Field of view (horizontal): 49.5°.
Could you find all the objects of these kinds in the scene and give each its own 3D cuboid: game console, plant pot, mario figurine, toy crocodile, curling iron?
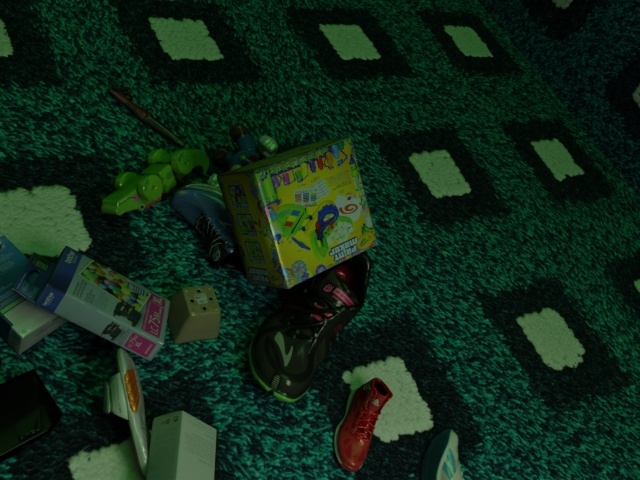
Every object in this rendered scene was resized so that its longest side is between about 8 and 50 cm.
[{"bbox_3d":[-0.675,0.260,1.324,0.213,0.044,0.361,-26,69,-41],"label":"game console"},{"bbox_3d":[-0.286,0.161,1.590,0.109,0.096,0.109,-4,57,-32],"label":"plant pot"},{"bbox_3d":[-0.210,-0.200,1.826,0.170,0.198,0.320,-10,35,-19],"label":"mario figurine"},{"bbox_3d":[-0.419,-0.153,1.779,0.115,0.105,0.340,5,35,31],"label":"toy crocodile"},{"bbox_3d":[-0.485,-0.356,1.949,0.274,0.035,0.068,40,45,6],"label":"curling iron"}]

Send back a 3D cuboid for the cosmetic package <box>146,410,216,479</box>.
[{"bbox_3d":[-0.268,0.459,1.330,0.117,0.085,0.231,46,32,-42],"label":"cosmetic package"}]

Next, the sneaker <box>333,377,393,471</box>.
[{"bbox_3d":[0.098,0.406,1.581,0.087,0.128,0.221,22,45,-11],"label":"sneaker"}]

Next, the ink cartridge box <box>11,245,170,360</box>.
[{"bbox_3d":[-0.469,0.118,1.457,0.311,0.065,0.186,30,17,-19],"label":"ink cartridge box"}]

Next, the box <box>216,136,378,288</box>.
[{"bbox_3d":[-0.050,-0.070,1.661,0.290,0.177,0.279,-24,106,-34],"label":"box"}]

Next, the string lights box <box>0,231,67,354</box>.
[{"bbox_3d":[-0.658,0.096,1.445,0.260,0.077,0.133,42,45,8],"label":"string lights box"}]

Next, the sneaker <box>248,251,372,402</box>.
[{"bbox_3d":[-0.015,0.175,1.656,0.185,0.202,0.483,33,45,0],"label":"sneaker"}]

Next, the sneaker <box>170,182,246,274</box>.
[{"bbox_3d":[-0.243,-0.017,1.741,0.330,0.130,0.147,35,42,1],"label":"sneaker"}]

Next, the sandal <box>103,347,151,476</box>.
[{"bbox_3d":[-0.393,0.345,1.378,0.076,0.102,0.265,-16,72,-4],"label":"sandal"}]

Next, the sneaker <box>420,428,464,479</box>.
[{"bbox_3d":[0.292,0.552,1.611,0.092,0.087,0.228,29,52,-15],"label":"sneaker"}]
